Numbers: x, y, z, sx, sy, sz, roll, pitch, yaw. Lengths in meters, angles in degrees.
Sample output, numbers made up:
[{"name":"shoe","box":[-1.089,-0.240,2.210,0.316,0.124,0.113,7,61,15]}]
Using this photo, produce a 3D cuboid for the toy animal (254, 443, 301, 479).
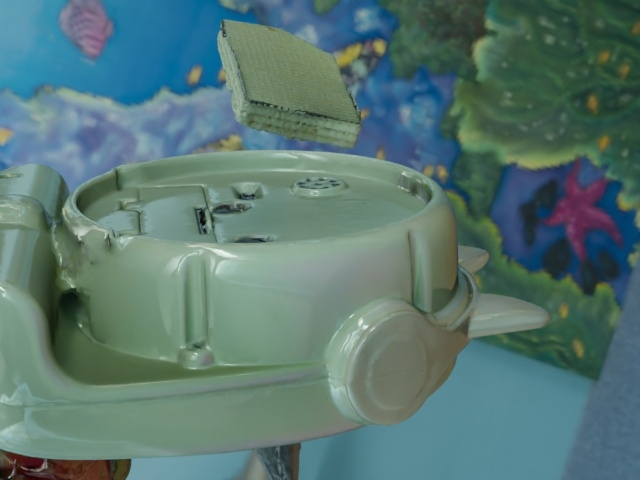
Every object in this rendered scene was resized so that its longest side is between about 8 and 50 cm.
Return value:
[{"name":"toy animal","box":[-0.028,0.149,1.211,0.367,0.206,0.081,62,176,7]}]

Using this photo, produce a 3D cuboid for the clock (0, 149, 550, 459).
[{"name":"clock","box":[-0.042,0.020,0.715,0.265,0.324,0.108,-123,31,-72]}]

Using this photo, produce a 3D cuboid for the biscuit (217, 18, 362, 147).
[{"name":"biscuit","box":[-0.045,-0.196,1.517,0.252,0.150,0.052,-109,33,-55]}]

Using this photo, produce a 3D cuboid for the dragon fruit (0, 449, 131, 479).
[{"name":"dragon fruit","box":[-0.266,0.146,1.000,0.269,0.250,0.291,-21,-47,-77]}]
